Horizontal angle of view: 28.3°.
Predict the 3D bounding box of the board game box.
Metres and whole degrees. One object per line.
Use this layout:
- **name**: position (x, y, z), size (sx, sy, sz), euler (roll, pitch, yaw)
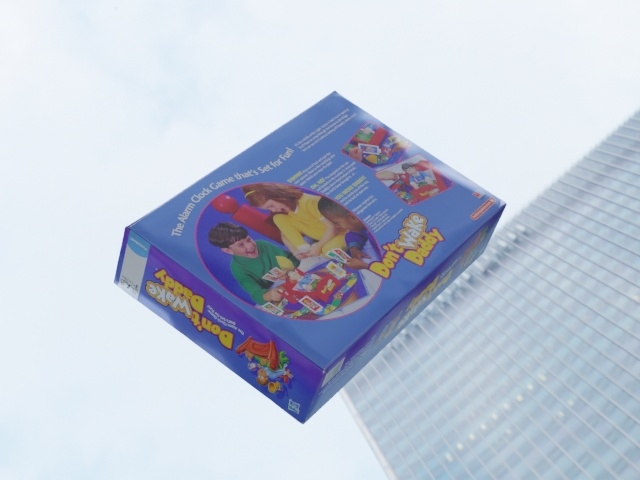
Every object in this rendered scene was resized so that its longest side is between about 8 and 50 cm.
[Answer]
- **board game box**: position (0.000, 0.000, 1.268), size (0.233, 0.347, 0.078), euler (35, -47, 17)
